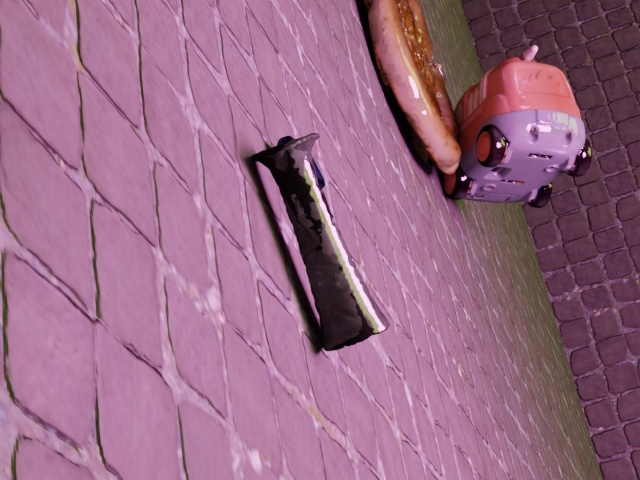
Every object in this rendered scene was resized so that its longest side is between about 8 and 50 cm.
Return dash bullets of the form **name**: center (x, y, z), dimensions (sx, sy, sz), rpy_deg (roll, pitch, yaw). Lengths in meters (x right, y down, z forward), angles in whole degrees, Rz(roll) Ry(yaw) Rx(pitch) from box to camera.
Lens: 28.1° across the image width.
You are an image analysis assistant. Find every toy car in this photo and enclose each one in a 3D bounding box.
- **toy car**: center (0.311, -0.183, 2.097), dimensions (0.270, 0.181, 0.212), rpy_deg (131, -40, -59)

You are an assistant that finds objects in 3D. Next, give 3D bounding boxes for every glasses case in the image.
- **glasses case**: center (-0.020, -0.064, 1.097), dimensions (0.033, 0.023, 0.083), rpy_deg (66, 9, 17)

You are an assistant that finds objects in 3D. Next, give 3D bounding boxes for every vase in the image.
- **vase**: center (0.000, 0.000, 1.011), dimensions (0.059, 0.059, 0.167), rpy_deg (-46, 116, -76)

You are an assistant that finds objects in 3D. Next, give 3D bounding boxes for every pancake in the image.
- **pancake**: center (0.143, -0.279, 1.988), dimensions (0.382, 0.071, 0.382), rpy_deg (-19, 90, -77)
